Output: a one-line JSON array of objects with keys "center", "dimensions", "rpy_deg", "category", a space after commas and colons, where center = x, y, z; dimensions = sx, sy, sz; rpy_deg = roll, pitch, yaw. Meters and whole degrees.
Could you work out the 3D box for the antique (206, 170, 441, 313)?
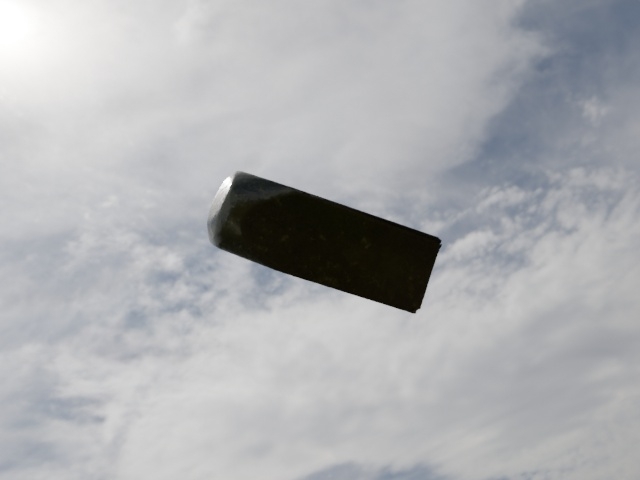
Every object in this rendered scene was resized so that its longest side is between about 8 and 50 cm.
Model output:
[{"center": [0.000, 0.000, 0.661], "dimensions": [0.221, 0.080, 0.081], "rpy_deg": [17, -88, -20], "category": "antique"}]
